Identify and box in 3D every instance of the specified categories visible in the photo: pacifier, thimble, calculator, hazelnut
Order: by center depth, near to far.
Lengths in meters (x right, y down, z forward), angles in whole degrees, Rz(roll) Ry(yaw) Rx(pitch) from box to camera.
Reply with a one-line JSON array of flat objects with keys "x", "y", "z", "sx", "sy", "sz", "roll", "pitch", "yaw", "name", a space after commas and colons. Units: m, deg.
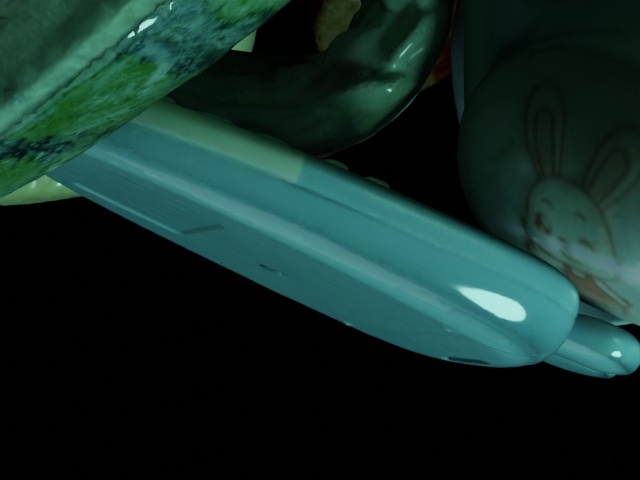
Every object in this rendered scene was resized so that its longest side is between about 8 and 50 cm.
[{"x": 0.000, "y": 0.000, "z": 0.655, "sx": 0.302, "sy": 0.042, "sz": 0.188, "roll": 26, "pitch": 170, "yaw": -13, "name": "calculator"}, {"x": 0.183, "y": -0.064, "z": 0.677, "sx": 0.225, "sy": 0.238, "sz": 0.287, "roll": -23, "pitch": -155, "yaw": -32, "name": "pacifier"}, {"x": -0.036, "y": -0.137, "z": 0.749, "sx": 0.211, "sy": 0.185, "sz": 0.149, "roll": 64, "pitch": -179, "yaw": -1, "name": "thimble"}, {"x": 0.066, "y": -0.201, "z": 1.413, "sx": 0.154, "sy": 0.143, "sz": 0.143, "roll": 5, "pitch": 180, "yaw": 22, "name": "hazelnut"}]

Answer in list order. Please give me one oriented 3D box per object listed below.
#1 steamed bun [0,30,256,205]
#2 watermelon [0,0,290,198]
[{"x": -0.188, "y": -0.189, "z": 1.099, "sx": 0.273, "sy": 0.290, "sz": 0.272, "roll": 5, "pitch": -153, "yaw": -34, "name": "steamed bun"}, {"x": -0.097, "y": -0.127, "z": 0.466, "sx": 0.201, "sy": 0.261, "sz": 0.213, "roll": 47, "pitch": -172, "yaw": -5, "name": "watermelon"}]
